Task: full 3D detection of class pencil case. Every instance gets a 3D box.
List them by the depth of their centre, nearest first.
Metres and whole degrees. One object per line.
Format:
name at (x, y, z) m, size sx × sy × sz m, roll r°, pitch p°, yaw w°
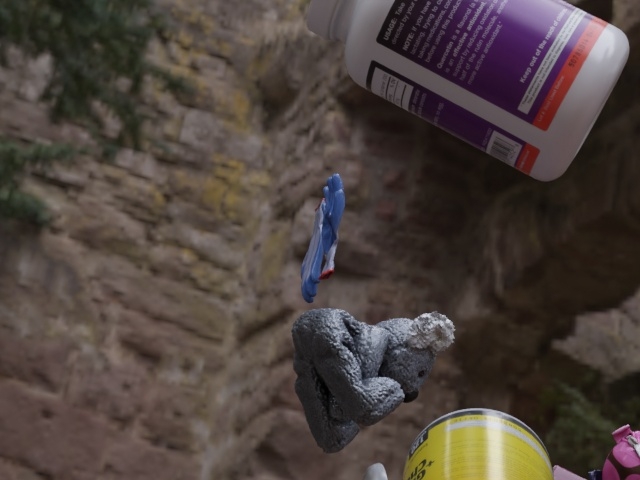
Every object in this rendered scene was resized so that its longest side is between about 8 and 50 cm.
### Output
pencil case at (0.365, 0.256, 1.316) m, size 0.209 × 0.095 × 0.098 m, roll 25°, pitch -48°, yaw 53°

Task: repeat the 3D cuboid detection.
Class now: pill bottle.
pill bottle at (0.099, 0.185, 0.846) m, size 0.103 × 0.184 × 0.103 m, roll 2°, pitch -73°, yaw 6°
pill bottle at (0.155, -0.210, 1.464) m, size 0.323 × 0.181 × 0.181 m, roll 29°, pitch -28°, yaw 9°

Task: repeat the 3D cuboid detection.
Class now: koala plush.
koala plush at (0.086, 0.177, 2.037) m, size 0.221 × 0.203 × 0.196 m, roll -15°, pitch -18°, yaw -31°

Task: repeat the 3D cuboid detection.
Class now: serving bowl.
serving bowl at (0.078, 0.373, 2.016) m, size 0.027 × 0.083 × 0.083 m, roll -2°, pitch -27°, yaw -14°

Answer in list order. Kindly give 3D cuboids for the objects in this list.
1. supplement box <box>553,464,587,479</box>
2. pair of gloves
supplement box at (0.175, 0.273, 1.026) m, size 0.080 × 0.104 × 0.188 m, roll 24°, pitch -41°, yaw 13°
pair of gloves at (0.000, 0.000, 1.966) m, size 0.023 × 0.159 × 0.198 m, roll 11°, pitch -21°, yaw -11°
